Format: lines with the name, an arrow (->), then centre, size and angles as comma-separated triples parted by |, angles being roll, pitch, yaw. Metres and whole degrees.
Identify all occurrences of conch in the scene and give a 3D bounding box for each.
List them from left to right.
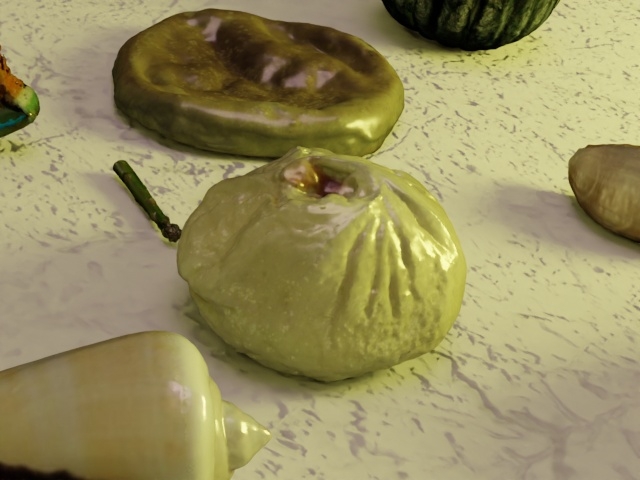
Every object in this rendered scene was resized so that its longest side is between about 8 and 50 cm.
conch -> -0.154, 0.139, 0.903 | 0.255, 0.127, 0.158 | -8, 58, 13

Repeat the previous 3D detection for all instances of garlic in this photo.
garlic -> 0.314, -0.039, 1.347 | 0.195, 0.087, 0.101 | 11, 17, 9

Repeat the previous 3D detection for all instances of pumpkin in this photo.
pumpkin -> 0.164, -0.304, 1.679 | 0.220, 0.162, 0.220 | 9, 35, -6

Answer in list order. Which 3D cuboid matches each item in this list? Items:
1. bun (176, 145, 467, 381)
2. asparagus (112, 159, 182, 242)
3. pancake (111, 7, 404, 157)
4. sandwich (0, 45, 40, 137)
bun -> 0.000, 0.000, 1.136 | 0.220, 0.134, 0.220 | 5, 33, -3
asparagus -> -0.144, -0.032, 1.268 | 0.015, 0.018, 0.127 | -37, 43, -6
pancake -> -0.061, -0.155, 1.470 | 0.294, 0.049, 0.294 | 6, 31, -4
sandwich -> -0.351, -0.142, 1.275 | 0.235, 0.159, 0.079 | 24, 22, -14
